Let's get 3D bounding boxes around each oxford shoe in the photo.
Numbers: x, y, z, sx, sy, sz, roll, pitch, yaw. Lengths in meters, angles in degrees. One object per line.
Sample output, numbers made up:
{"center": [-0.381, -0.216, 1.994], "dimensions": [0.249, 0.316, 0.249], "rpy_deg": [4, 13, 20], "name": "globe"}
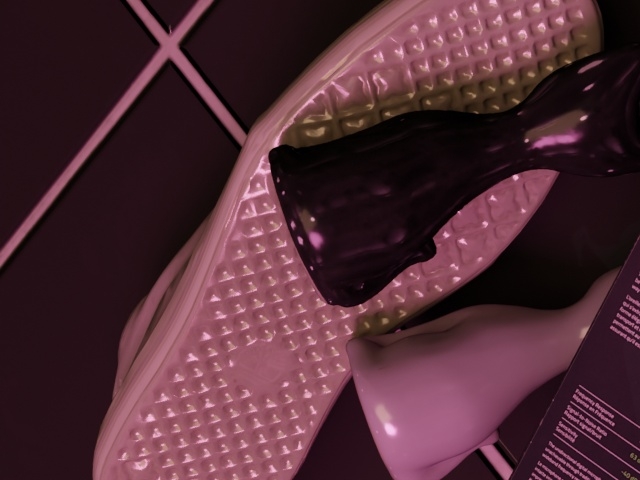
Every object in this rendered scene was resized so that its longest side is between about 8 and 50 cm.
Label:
{"center": [0.000, 0.000, 1.019], "dimensions": [0.169, 0.130, 0.449], "rpy_deg": [29, 114, -16], "name": "oxford shoe"}

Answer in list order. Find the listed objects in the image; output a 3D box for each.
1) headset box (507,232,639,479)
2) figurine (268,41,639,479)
{"center": [0.217, 0.088, 0.820], "dimensions": [0.131, 0.246, 0.283], "rpy_deg": [34, 110, 26], "name": "headset box"}
{"center": [0.105, 0.013, 0.916], "dimensions": [0.209, 0.092, 0.215], "rpy_deg": [-20, 119, 3], "name": "figurine"}
